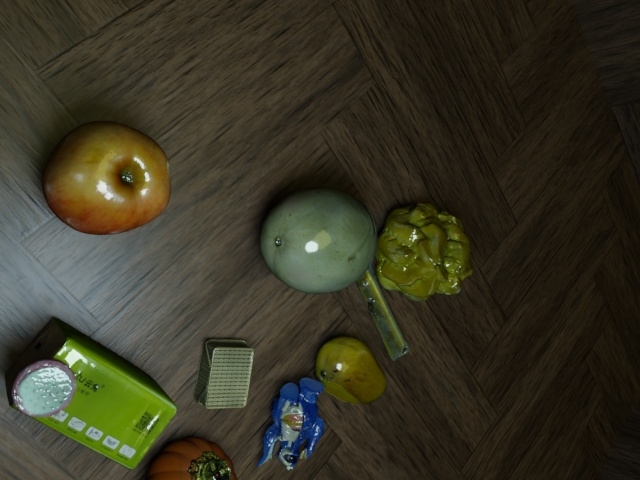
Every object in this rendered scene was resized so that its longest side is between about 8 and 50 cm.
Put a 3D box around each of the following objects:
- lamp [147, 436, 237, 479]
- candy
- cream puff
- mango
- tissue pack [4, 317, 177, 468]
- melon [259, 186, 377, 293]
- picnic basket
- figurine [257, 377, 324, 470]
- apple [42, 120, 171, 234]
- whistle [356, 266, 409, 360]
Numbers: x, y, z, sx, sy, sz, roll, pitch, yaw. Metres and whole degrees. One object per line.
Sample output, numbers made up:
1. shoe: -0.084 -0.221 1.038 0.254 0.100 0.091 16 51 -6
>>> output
1. lamp: -0.295 0.567 1.274 0.223 0.196 0.223 34 36 -30
2. candy: -0.484 0.257 0.972 0.103 0.043 0.103 -5 100 -29
3. cream puff: 0.331 0.040 1.619 0.324 0.257 0.291 24 84 -33
4. mango: 0.091 0.371 1.558 0.262 0.130 0.167 49 63 -33
5. tissue pack: -0.467 0.308 1.135 0.274 0.200 0.167 45 71 -28
6. melon: 0.000 0.000 1.387 0.330 0.269 0.268 -5 97 -54
7. picnic basket: -0.236 0.328 1.363 0.115 0.079 0.164 9 89 -34
8. figurine: -0.074 0.485 1.472 0.164 0.121 0.262 14 103 -27
9. apple: -0.417 -0.118 1.111 0.242 0.241 0.242 0 91 -33
10. whistle: 0.181 0.215 1.644 0.068 0.057 0.326 -29 108 -8
